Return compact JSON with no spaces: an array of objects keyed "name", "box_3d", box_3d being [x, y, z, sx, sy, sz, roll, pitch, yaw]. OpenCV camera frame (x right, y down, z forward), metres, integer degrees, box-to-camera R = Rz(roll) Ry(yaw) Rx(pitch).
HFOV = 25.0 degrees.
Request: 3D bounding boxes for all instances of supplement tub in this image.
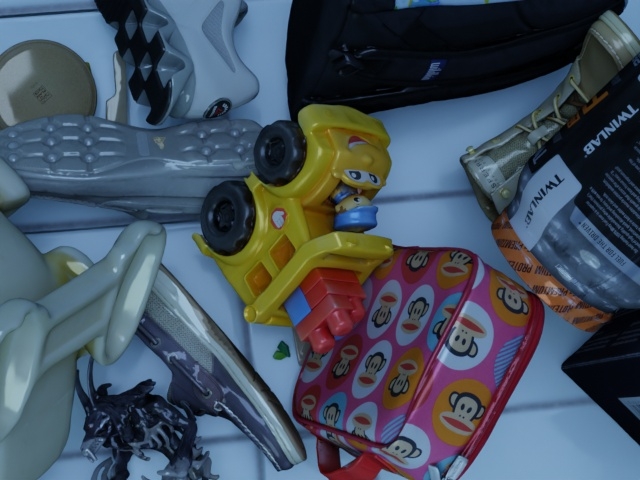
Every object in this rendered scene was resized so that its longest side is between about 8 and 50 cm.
[{"name":"supplement tub","box_3d":[0.328,-0.068,1.400,0.193,0.193,0.316,45,108,2]}]

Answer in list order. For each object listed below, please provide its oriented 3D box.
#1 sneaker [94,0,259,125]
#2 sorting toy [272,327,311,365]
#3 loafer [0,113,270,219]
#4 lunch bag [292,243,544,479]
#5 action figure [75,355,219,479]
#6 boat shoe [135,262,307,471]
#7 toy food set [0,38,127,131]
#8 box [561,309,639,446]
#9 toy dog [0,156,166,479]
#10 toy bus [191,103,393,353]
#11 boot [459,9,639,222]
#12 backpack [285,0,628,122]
[{"name":"sneaker","box_3d":[-0.163,-0.276,1.598,0.146,0.122,0.331,-8,69,-32]},{"name":"sorting toy","box_3d":[-0.015,0.108,1.609,0.083,0.012,0.062,-9,89,-9]},{"name":"loafer","box_3d":[-0.206,-0.068,1.556,0.319,0.111,0.112,1,45,-10]},{"name":"lunch bag","box_3d":[0.081,0.136,1.470,0.120,0.293,0.258,31,82,-20]},{"name":"action figure","box_3d":[-0.170,0.249,1.508,0.275,0.164,0.141,41,45,-6]},{"name":"boat shoe","box_3d":[-0.128,0.144,1.556,0.092,0.103,0.285,-40,84,-2]},{"name":"toy food set","box_3d":[-0.310,-0.155,1.591,0.192,0.038,0.132,1,91,-19]},{"name":"box","box_3d":[0.450,0.077,1.482,0.179,0.343,0.312,45,83,3]},{"name":"toy dog","box_3d":[-0.409,0.046,1.445,0.408,0.395,0.284,30,41,15]},{"name":"toy bus","box_3d":[0.000,0.000,1.485,0.220,0.149,0.211,-49,53,28]},{"name":"boot","box_3d":[0.249,-0.122,1.538,0.203,0.262,0.095,-29,68,-5]},{"name":"backpack","box_3d":[0.153,-0.266,1.540,0.355,0.290,0.273,1,67,-11]}]
